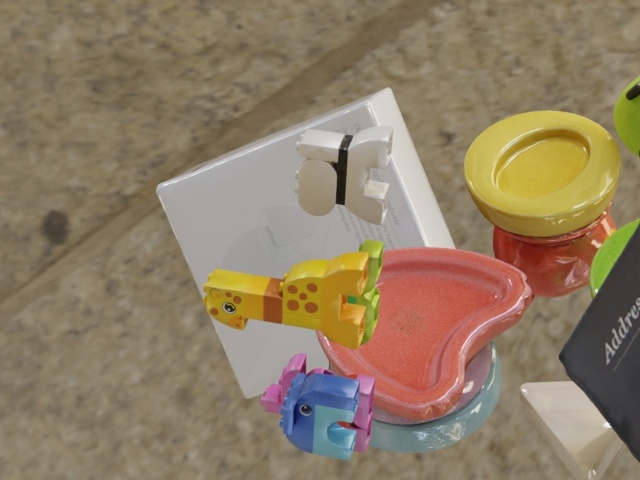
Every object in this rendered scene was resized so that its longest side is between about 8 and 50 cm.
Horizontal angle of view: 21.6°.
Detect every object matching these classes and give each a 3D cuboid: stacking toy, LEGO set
[{"bbox_3d":[0.170,0.071,1.242,0.279,0.309,0.130,31,148,34],"label":"stacking toy"},{"bbox_3d":[-0.017,0.044,0.994,0.093,0.087,0.227,9,122,9],"label":"LEGO set"}]

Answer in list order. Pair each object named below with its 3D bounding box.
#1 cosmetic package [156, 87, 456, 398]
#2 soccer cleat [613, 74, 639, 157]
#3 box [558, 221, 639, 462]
[{"bbox_3d":[0.000,0.000,1.620,0.225,0.138,0.224,-21,96,16],"label":"cosmetic package"},{"bbox_3d":[0.350,-0.119,1.220,0.289,0.121,0.093,-19,96,40],"label":"soccer cleat"},{"bbox_3d":[0.439,0.035,0.859,0.480,0.297,0.472,-62,36,22],"label":"box"}]
